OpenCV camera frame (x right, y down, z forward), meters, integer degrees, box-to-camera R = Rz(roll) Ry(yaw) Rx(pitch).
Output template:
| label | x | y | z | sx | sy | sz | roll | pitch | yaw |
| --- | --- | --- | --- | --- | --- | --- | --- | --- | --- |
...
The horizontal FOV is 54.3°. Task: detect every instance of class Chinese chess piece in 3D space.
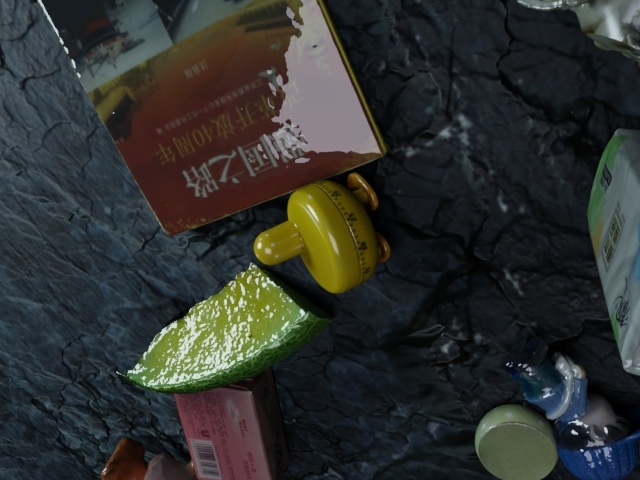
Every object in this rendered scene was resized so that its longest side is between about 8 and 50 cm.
| label | x | y | z | sx | sy | sz | roll | pitch | yaw |
| --- | --- | --- | --- | --- | --- | --- | --- | --- | --- |
| Chinese chess piece | 0.203 | 0.210 | 0.647 | 0.084 | 0.034 | 0.084 | 7 | 114 | 15 |

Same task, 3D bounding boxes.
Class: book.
| label | x | y | z | sx | sy | sz | roll | pitch | yaw |
| --- | --- | --- | --- | --- | --- | --- | --- | --- | --- |
| book | -0.127 | -0.204 | 0.578 | 0.263 | 0.028 | 0.373 | -19 | 106 | 24 |

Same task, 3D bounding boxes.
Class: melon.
| label | x | y | z | sx | sy | sz | roll | pitch | yaw |
| --- | --- | --- | --- | --- | --- | --- | --- | --- | --- |
| melon | -0.120 | 0.107 | 0.678 | 0.262 | 0.053 | 0.114 | -26 | 86 | 14 |

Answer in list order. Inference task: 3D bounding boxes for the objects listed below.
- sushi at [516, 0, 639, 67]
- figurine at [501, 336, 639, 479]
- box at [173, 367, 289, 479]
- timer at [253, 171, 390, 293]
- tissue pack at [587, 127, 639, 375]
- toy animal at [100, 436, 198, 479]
| label | x | y | z | sx | sy | sz | roll | pitch | yaw |
| --- | --- | --- | --- | --- | --- | --- | --- | --- | --- |
| sushi | 0.280 | -0.150 | 0.418 | 0.273 | 0.134 | 0.109 | 35 | 108 | 18 |
| figurine | 0.240 | 0.160 | 0.588 | 0.149 | 0.087 | 0.086 | 44 | 158 | -3 |
| box | -0.104 | 0.218 | 0.745 | 0.111 | 0.060 | 0.156 | 1 | 114 | 21 |
| timer | 0.000 | 0.000 | 0.578 | 0.109 | 0.107 | 0.107 | -25 | 109 | -18 |
| tissue pack | 0.270 | 0.031 | 0.425 | 0.159 | 0.229 | 0.145 | 15 | 117 | 10 |
| toy animal | -0.150 | 0.377 | 0.782 | 0.281 | 0.195 | 0.169 | 16 | 157 | 17 |
